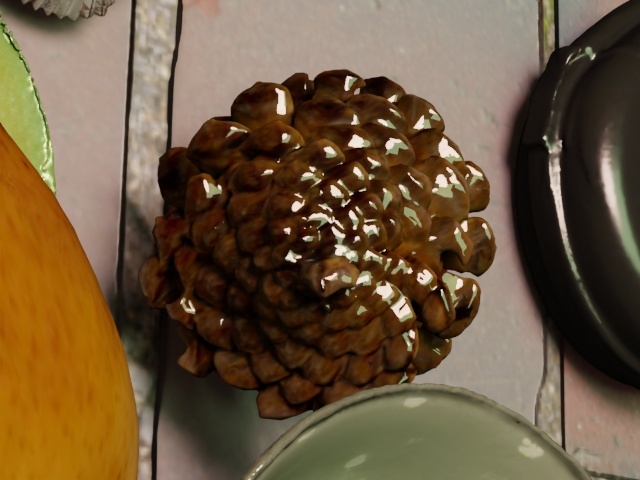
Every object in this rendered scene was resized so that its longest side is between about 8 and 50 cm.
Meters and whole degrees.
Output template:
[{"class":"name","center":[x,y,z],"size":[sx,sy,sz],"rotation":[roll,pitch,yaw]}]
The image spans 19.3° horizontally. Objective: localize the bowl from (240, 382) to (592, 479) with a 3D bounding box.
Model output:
[{"class":"bowl","center":[0.012,0.245,0.921],"size":[0.337,0.157,0.337],"rotation":[12,72,-41]}]

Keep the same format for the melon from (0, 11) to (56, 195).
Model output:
[{"class":"melon","center":[-0.199,-0.066,0.874],"size":[0.118,0.064,0.209],"rotation":[-31,103,-44]}]

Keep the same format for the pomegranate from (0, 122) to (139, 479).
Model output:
[{"class":"pomegranate","center":[-0.270,0.072,0.564],"size":[0.417,0.417,0.416],"rotation":[13,70,-40]}]

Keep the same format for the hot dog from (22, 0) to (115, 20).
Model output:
[{"class":"hot dog","center":[-0.114,-0.193,0.993],"size":[0.099,0.053,0.192],"rotation":[48,49,-25]}]

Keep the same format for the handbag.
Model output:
[{"class":"handbag","center":[0.248,-0.037,1.260],"size":[0.308,0.093,0.253],"rotation":[-36,104,-42]}]

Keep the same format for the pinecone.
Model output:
[{"class":"pinecone","center":[0.001,-0.001,0.976],"size":[0.179,0.150,0.195],"rotation":[44,50,-4]}]
